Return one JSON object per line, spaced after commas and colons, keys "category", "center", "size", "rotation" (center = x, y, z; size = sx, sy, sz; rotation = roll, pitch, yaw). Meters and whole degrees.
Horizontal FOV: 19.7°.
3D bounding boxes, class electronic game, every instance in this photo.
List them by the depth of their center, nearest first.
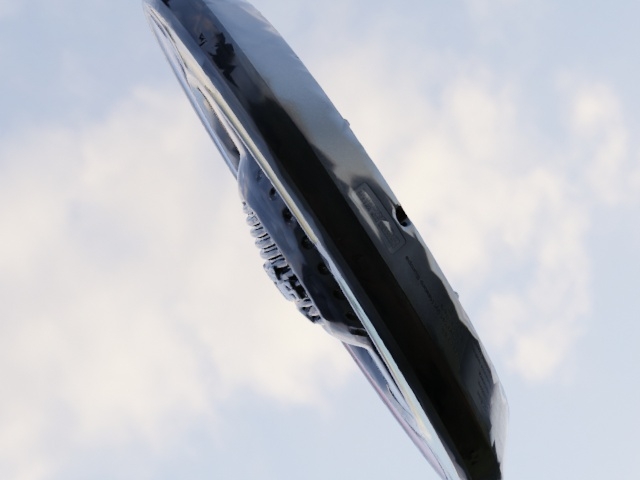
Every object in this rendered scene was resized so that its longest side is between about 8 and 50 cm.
{"category": "electronic game", "center": [0.000, 0.000, 0.692], "size": [0.048, 0.229, 0.229], "rotation": [-33, -47, -5]}
